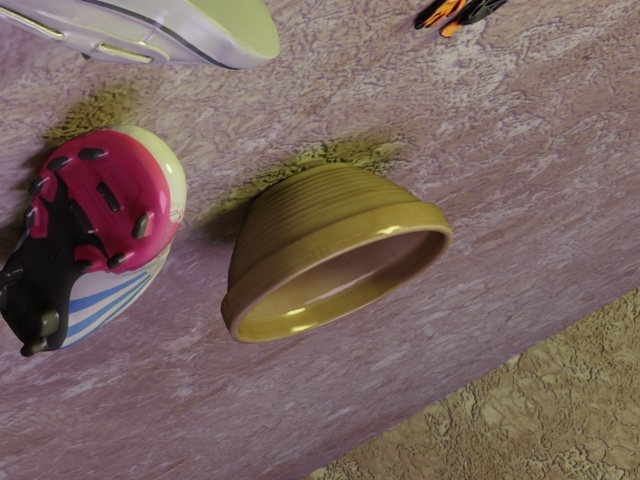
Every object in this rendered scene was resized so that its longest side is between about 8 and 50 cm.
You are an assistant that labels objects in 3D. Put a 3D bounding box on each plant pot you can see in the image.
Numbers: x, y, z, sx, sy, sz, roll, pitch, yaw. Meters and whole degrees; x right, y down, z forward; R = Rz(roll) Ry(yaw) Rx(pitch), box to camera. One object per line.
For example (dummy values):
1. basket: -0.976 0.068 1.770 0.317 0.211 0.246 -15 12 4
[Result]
1. plant pot: 0.000 0.000 1.738 0.237 0.109 0.237 -24 163 -8

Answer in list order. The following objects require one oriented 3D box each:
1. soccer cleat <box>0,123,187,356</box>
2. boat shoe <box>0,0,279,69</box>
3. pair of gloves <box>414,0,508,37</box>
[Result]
1. soccer cleat: -0.170 -0.018 1.463 0.143 0.116 0.331 -34 174 -36
2. boat shoe: -0.125 -0.148 1.103 0.088 0.096 0.267 -28 163 25
3. pair of gloves: 0.120 -0.191 1.487 0.074 0.010 0.083 -34 163 27
